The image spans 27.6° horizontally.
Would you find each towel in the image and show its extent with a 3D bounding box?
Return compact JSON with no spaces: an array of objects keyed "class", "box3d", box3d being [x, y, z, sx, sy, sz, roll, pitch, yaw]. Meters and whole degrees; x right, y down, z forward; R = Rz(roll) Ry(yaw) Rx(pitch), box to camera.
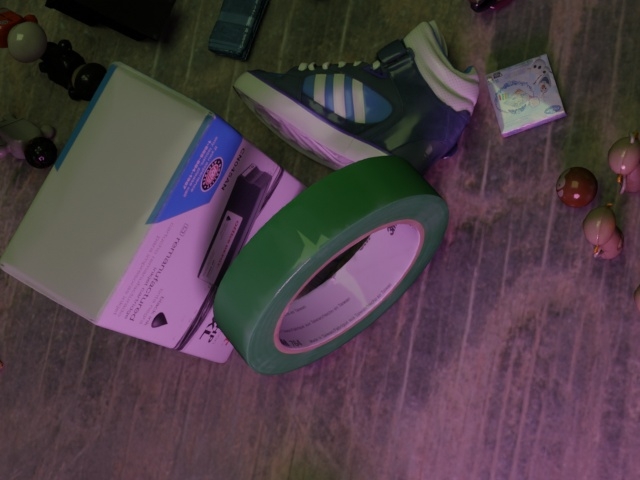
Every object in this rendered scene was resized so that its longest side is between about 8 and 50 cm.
[{"class":"towel","box3d":[-0.121,-0.330,1.932,0.067,0.029,0.119,17,84,22]}]

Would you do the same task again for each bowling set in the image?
[{"class":"bowling set","box3d":[0.376,-0.042,1.615,0.200,0.154,0.287,14,82,22]}]

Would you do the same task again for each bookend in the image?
[{"class":"bookend","box3d":[-0.322,-0.362,1.978,0.157,0.156,0.072,24,84,-21]}]

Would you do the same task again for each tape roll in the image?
[{"class":"tape roll","box3d":[0.016,0.034,1.635,0.321,0.321,0.077,-44,66,5]}]

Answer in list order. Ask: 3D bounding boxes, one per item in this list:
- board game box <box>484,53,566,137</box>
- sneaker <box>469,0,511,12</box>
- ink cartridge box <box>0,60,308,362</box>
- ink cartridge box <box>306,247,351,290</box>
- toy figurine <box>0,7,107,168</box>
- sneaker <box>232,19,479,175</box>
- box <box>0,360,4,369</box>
[{"class":"board game box","box3d":[0.277,-0.196,1.761,0.090,0.020,0.090,-18,71,15]},{"class":"sneaker","box3d":[0.178,-0.392,1.801,0.281,0.106,0.162,-3,79,19]},{"class":"ink cartridge box","box3d":[-0.191,-0.018,1.685,0.166,0.395,0.285,28,88,21]},{"class":"ink cartridge box","box3d":[0.000,0.000,1.775,0.052,0.088,0.122,41,93,23]},{"class":"toy figurine","box3d":[-0.444,-0.221,1.922,0.148,0.213,0.209,31,88,37]},{"class":"sneaker","box3d":[0.064,-0.218,1.798,0.323,0.130,0.236,31,79,28]},{"class":"box","box3d":[-0.552,0.231,1.937,0.059,0.054,0.169,38,92,24]}]
